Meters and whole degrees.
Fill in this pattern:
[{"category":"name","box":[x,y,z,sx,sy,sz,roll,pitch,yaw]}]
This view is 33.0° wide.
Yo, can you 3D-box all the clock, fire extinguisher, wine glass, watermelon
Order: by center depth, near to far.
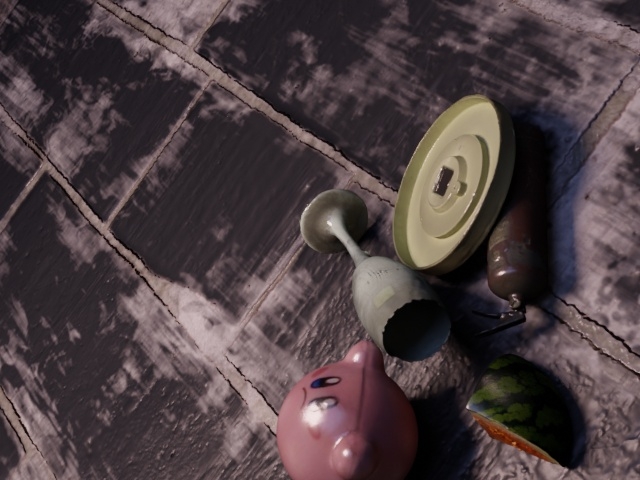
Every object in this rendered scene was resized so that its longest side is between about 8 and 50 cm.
[{"category":"watermelon","box":[0.217,0.187,1.195,0.094,0.125,0.135,-63,1,38]},{"category":"fire extinguisher","box":[0.225,-0.010,1.288,0.089,0.072,0.267,-4,60,17]},{"category":"wine glass","box":[0.000,0.000,1.301,0.096,0.264,0.309,-52,29,11]},{"category":"clock","box":[0.162,-0.071,1.357,0.235,0.029,0.235,-46,33,43]}]

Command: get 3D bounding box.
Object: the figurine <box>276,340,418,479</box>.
[{"category":"figurine","box":[0.032,0.221,1.250,0.173,0.173,0.173,-22,52,31]}]
